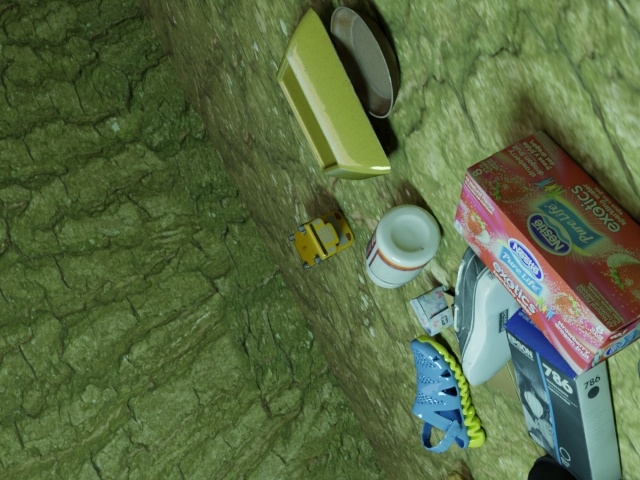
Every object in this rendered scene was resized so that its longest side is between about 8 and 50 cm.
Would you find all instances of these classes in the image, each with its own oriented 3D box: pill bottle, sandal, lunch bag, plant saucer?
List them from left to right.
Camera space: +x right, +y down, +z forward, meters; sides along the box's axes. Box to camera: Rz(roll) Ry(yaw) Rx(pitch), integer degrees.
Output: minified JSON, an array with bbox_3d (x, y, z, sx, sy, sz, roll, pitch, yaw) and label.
[{"bbox_3d":[0.004,-0.260,1.388,0.332,0.081,0.333,64,174,-5],"label":"plant saucer"},{"bbox_3d":[0.081,-0.306,1.179,0.198,0.036,0.198,56,166,22],"label":"plant saucer"},{"bbox_3d":[0.154,0.020,1.368,0.121,0.121,0.221,59,168,13],"label":"pill bottle"},{"bbox_3d":[0.236,0.143,1.413,0.083,0.071,0.053,65,164,3],"label":"lunch bag"},{"bbox_3d":[0.270,0.367,1.597,0.317,0.138,0.126,67,168,-13],"label":"sandal"}]

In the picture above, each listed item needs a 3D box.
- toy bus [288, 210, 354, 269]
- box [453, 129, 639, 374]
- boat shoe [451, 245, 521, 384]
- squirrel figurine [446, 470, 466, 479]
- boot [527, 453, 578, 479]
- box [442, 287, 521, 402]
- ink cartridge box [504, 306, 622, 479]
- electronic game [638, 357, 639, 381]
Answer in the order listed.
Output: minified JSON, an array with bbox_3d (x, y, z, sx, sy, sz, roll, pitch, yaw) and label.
[{"bbox_3d":[0.000,0.000,1.902,0.108,0.130,0.333,63,167,2],"label":"toy bus"},{"bbox_3d":[0.286,0.011,0.832,0.257,0.123,0.128,55,165,28],"label":"box"},{"bbox_3d":[0.269,0.126,1.174,0.102,0.108,0.301,51,160,41],"label":"boat shoe"},{"bbox_3d":[0.449,0.871,1.790,0.370,0.281,0.397,26,157,52],"label":"squirrel figurine"},{"bbox_3d":[0.293,0.531,1.137,0.146,0.445,0.367,62,167,3],"label":"boot"},{"bbox_3d":[0.313,0.198,1.334,0.201,0.021,0.164,66,167,-17],"label":"box"},{"bbox_3d":[0.372,0.227,1.077,0.165,0.065,0.332,42,155,58],"label":"ink cartridge box"},{"bbox_3d":[0.449,0.213,0.774,0.229,0.048,0.229,53,171,12],"label":"electronic game"}]
